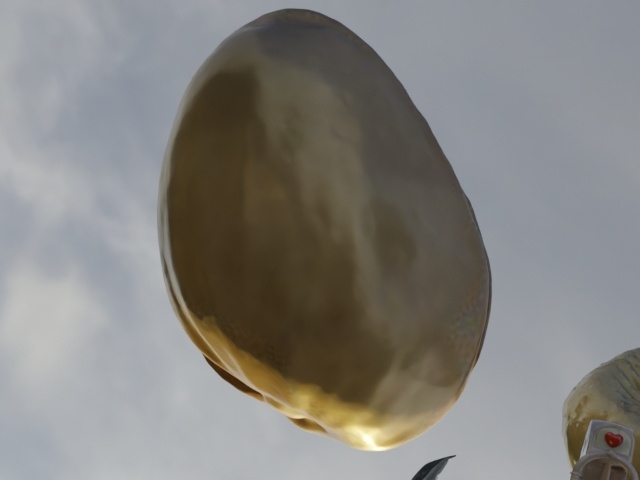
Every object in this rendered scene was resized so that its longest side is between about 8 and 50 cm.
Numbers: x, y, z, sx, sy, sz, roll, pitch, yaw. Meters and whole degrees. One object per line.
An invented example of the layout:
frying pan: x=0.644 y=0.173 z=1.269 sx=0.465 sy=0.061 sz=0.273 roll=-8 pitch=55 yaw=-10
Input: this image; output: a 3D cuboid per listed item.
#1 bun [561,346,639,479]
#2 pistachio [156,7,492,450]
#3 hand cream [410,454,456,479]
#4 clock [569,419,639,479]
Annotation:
bun: x=0.293 y=0.172 z=1.268 sx=0.231 sy=0.231 sz=0.133 roll=24 pitch=-59 yaw=37
pistachio: x=0.000 y=0.000 z=1.192 sx=0.230 sy=0.230 sz=0.309 roll=-36 pitch=-124 yaw=50
hand cream: x=0.037 y=0.148 z=0.896 sx=0.019 sy=0.093 sz=0.030 roll=39 pitch=-24 yaw=-5
clock: x=0.161 y=0.168 z=1.016 sx=0.041 sy=0.129 sz=0.087 roll=14 pitch=-17 yaw=7
